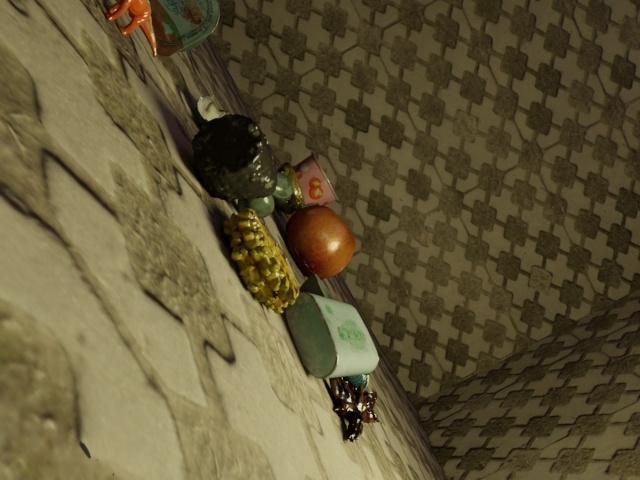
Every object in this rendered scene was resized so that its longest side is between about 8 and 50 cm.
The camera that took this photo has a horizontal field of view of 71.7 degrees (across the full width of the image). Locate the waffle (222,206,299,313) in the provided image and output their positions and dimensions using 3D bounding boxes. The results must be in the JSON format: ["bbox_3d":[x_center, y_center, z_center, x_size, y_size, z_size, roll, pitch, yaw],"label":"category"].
[{"bbox_3d":[-0.106,0.034,0.802,0.193,0.070,0.197,60,1,-15],"label":"waffle"}]

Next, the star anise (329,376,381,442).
[{"bbox_3d":[0.061,0.335,0.937,0.157,0.053,0.212,49,18,23],"label":"star anise"}]

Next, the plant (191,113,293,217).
[{"bbox_3d":[-0.150,-0.130,0.890,0.274,0.146,0.149,56,25,-70],"label":"plant"}]

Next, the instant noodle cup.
[{"bbox_3d":[-0.075,-0.224,1.923,0.243,0.231,0.243,62,3,-5],"label":"instant noodle cup"}]

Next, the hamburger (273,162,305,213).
[{"bbox_3d":[-0.138,-0.195,1.710,0.215,0.122,0.190,-120,-173,-70],"label":"hamburger"}]

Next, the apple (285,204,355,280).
[{"bbox_3d":[0.000,0.000,1.485,0.252,0.206,0.272,60,3,28],"label":"apple"}]

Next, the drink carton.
[{"bbox_3d":[-0.346,-0.555,1.088,0.186,0.191,0.189,59,-2,-13],"label":"drink carton"}]

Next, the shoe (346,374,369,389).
[{"bbox_3d":[0.083,0.340,1.192,0.143,0.063,0.071,65,15,1],"label":"shoe"}]

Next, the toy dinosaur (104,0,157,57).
[{"bbox_3d":[-0.343,-0.433,0.775,0.055,0.101,0.279,51,-10,11],"label":"toy dinosaur"}]

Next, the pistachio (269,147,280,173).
[{"bbox_3d":[-0.186,-0.217,1.414,0.189,0.100,0.110,79,12,-51],"label":"pistachio"}]

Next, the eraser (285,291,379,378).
[{"bbox_3d":[0.030,0.203,0.935,0.227,0.081,0.174,29,30,-61],"label":"eraser"}]

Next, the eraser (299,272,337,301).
[{"bbox_3d":[0.026,0.212,1.216,0.111,0.077,0.352,63,3,34],"label":"eraser"}]

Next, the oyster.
[{"bbox_3d":[-0.223,-0.258,1.151,0.271,0.100,0.275,58,17,-23],"label":"oyster"}]
